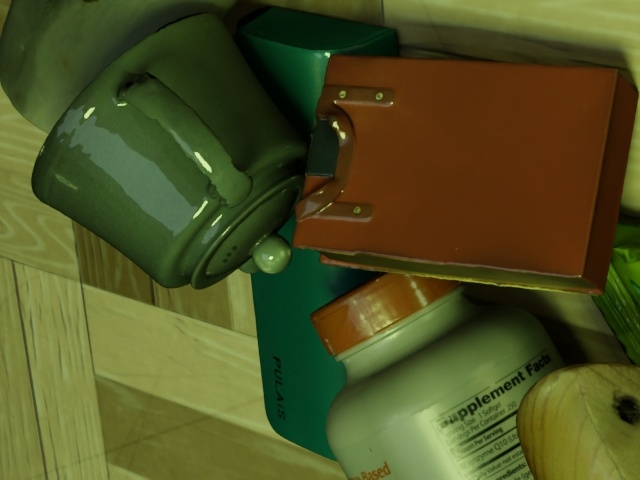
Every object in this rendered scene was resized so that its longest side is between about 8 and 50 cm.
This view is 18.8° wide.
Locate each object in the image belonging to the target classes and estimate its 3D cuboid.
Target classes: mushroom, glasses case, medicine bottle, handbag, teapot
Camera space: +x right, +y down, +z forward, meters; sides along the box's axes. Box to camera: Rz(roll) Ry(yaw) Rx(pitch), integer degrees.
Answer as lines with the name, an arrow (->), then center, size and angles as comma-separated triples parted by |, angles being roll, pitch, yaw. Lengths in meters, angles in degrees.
mushroom -> -0.099, -0.223, 1.244 | 0.397, 0.126, 0.177 | -51, 53, 44
glasses case -> -0.002, 0.000, 1.308 | 0.117, 0.070, 0.301 | 15, 122, 39
medicine bottle -> 0.104, 0.148, 1.216 | 0.157, 0.157, 0.288 | -32, 88, 47
handbag -> 0.082, -0.041, 1.143 | 0.190, 0.063, 0.127 | 5, 78, 26
teapot -> -0.074, -0.036, 1.202 | 0.149, 0.162, 0.239 | 47, 170, 12

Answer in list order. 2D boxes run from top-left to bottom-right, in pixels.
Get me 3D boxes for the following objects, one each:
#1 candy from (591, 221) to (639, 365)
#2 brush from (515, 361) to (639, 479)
candy -> 0.239, 0.023, 1.089 | 0.246, 0.069, 0.149 | -27, 94, 48
brush -> 0.242, 0.138, 1.041 | 0.267, 0.174, 0.166 | 34, 138, -4
